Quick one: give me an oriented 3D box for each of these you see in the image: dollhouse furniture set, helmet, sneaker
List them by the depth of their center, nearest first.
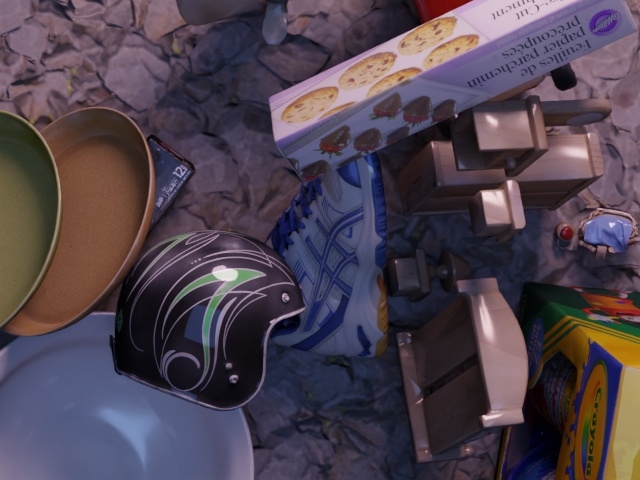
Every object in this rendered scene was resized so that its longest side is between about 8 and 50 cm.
[{"bbox_3d":[-0.105,0.068,1.433,0.169,0.169,0.162,20,87,-8],"label":"helmet"},{"bbox_3d":[0.200,0.079,1.444,0.173,0.303,0.356,-4,74,-17],"label":"dollhouse furniture set"},{"bbox_3d":[0.000,0.000,1.489,0.131,0.112,0.296,0,124,2],"label":"sneaker"}]

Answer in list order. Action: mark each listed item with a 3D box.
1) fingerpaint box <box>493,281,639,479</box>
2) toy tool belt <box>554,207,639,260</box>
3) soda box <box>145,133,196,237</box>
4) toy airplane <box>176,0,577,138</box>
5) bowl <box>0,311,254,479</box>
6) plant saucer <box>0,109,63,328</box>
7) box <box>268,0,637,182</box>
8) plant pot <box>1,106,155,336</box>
[{"bbox_3d":[0.273,0.295,1.473,0.163,0.371,0.445,6,100,-7],"label":"fingerpaint box"},{"bbox_3d":[0.289,-0.006,1.584,0.083,0.051,0.052,1,99,-5],"label":"toy tool belt"},{"bbox_3d":[-0.198,-0.023,1.533,0.060,0.053,0.169,37,94,-9],"label":"soda box"},{"bbox_3d":[0.095,-0.315,1.403,0.386,0.272,0.384,10,132,-20],"label":"toy airplane"},{"bbox_3d":[-0.224,0.227,1.509,0.297,0.134,0.298,5,76,-19],"label":"bowl"},{"bbox_3d":[-0.335,-0.008,1.471,0.241,0.037,0.241,-10,70,28],"label":"plant saucer"},{"bbox_3d":[0.109,-0.152,1.328,0.324,0.067,0.063,-23,135,14],"label":"box"},{"bbox_3d":[-0.241,-0.015,1.466,0.236,0.236,0.032,-53,136,4],"label":"plant pot"}]
